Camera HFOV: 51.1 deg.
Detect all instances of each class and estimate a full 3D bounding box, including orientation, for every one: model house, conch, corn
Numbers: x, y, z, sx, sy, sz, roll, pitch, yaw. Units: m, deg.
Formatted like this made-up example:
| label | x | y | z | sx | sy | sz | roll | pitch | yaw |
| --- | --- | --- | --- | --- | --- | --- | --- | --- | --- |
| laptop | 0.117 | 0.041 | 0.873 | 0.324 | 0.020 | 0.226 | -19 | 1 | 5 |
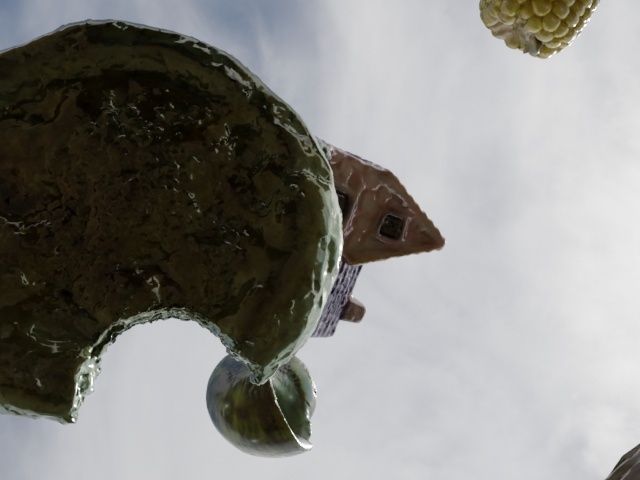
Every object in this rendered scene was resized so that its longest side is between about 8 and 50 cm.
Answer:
| label | x | y | z | sx | sy | sz | roll | pitch | yaw |
| --- | --- | --- | --- | --- | --- | --- | --- | --- | --- |
| model house | 0.000 | 0.000 | 0.793 | 0.237 | 0.202 | 0.237 | 19 | -87 | -24 |
| conch | -0.073 | 0.225 | 0.902 | 0.124 | 0.181 | 0.187 | -39 | -128 | 11 |
| corn | 0.211 | -0.265 | 0.525 | 0.093 | 0.093 | 0.244 | 29 | -87 | 9 |

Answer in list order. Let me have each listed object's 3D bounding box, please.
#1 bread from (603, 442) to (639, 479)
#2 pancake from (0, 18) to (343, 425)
| label | x | y | z | sx | sy | sz | roll | pitch | yaw |
| --- | --- | --- | --- | --- | --- | --- | --- | --- | --- |
| bread | 0.185 | 0.214 | 0.212 | 0.324 | 0.277 | 0.167 | -39 | -64 | -15 |
| pancake | -0.110 | -0.025 | 0.368 | 0.253 | 0.037 | 0.254 | 3 | -116 | -7 |
